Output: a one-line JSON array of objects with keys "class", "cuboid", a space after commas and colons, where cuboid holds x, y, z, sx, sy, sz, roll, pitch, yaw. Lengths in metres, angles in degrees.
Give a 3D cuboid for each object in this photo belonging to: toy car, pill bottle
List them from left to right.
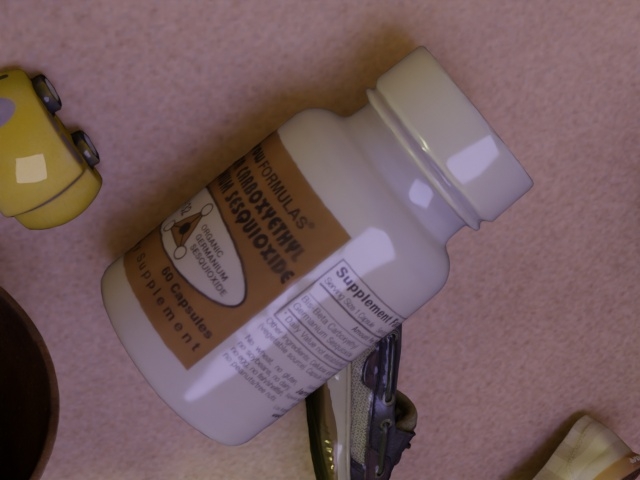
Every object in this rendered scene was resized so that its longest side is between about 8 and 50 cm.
[{"class": "toy car", "cuboid": [-0.179, -0.110, 0.677, 0.239, 0.053, 0.225, 17, 116, -32]}, {"class": "pill bottle", "cuboid": [0.000, 0.000, 0.784, 0.229, 0.131, 0.131, -39, 130, 7]}]

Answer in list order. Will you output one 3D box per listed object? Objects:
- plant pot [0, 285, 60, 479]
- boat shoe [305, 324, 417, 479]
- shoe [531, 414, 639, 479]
[{"class": "plant pot", "cuboid": [-0.267, 0.149, 0.754, 0.215, 0.215, 0.230, -1, 139, -22]}, {"class": "boat shoe", "cuboid": [0.030, 0.122, 0.921, 0.073, 0.080, 0.224, -12, 124, -8]}, {"class": "shoe", "cuboid": [0.164, 0.225, 1.076, 0.219, 0.058, 0.076, -52, 158, 23]}]
